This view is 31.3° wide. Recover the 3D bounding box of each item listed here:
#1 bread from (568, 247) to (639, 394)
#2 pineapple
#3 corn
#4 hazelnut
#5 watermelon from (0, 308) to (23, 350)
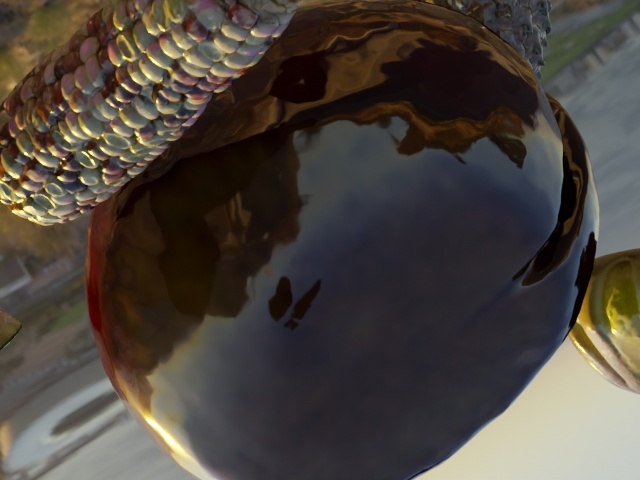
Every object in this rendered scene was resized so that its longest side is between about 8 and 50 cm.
[{"bbox_3d":[0.406,0.100,1.209,0.333,0.160,0.333,4,168,1],"label":"bread"},{"bbox_3d":[0.159,-0.161,1.313,0.202,0.202,0.361,-23,122,-43],"label":"pineapple"},{"bbox_3d":[-0.113,-0.091,0.671,0.092,0.092,0.280,-22,174,-45],"label":"corn"},{"bbox_3d":[0.000,0.000,0.930,0.429,0.402,0.402,-52,164,15],"label":"hazelnut"},{"bbox_3d":[-0.422,0.103,1.154,0.137,0.193,0.145,78,28,-56],"label":"watermelon"}]
